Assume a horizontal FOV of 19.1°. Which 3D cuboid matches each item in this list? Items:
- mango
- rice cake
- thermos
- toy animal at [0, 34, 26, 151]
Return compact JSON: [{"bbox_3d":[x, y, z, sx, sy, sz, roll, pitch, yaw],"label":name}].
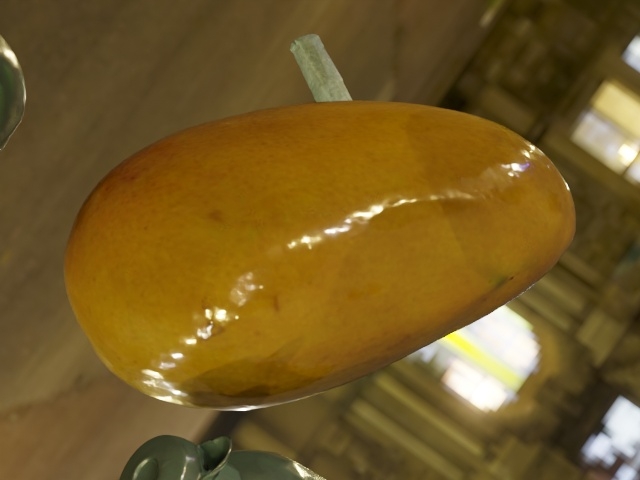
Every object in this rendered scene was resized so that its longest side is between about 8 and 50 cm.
[{"bbox_3d":[0.000,0.000,1.655,0.300,0.445,0.232,-118,-164,-63],"label":"mango"},{"bbox_3d":[0.019,-0.142,2.028,0.033,0.171,0.029,-23,172,-38],"label":"rice cake"},{"bbox_3d":[-0.055,0.257,1.572,0.182,0.286,0.145,-36,-141,26],"label":"thermos"},{"bbox_3d":[-0.435,-0.215,1.931,0.191,0.338,0.216,-50,161,25],"label":"toy animal"}]
